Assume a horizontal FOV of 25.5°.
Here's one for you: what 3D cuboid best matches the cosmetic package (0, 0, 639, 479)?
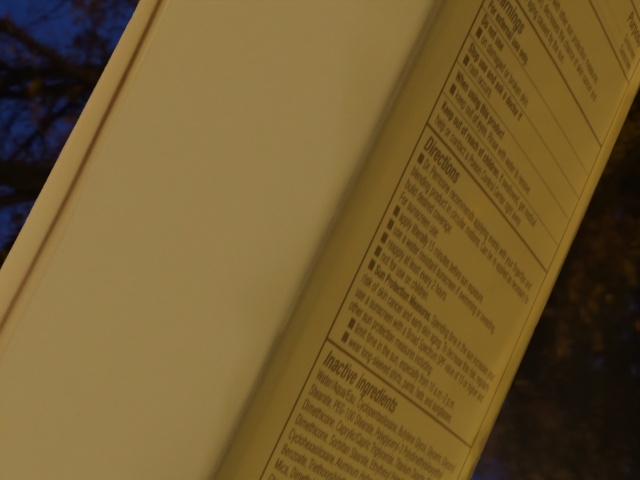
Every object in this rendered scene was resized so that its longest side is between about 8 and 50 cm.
[{"bbox_3d":[0.000,0.000,0.476,0.309,0.113,0.160,-65,-32,-12],"label":"cosmetic package"}]
